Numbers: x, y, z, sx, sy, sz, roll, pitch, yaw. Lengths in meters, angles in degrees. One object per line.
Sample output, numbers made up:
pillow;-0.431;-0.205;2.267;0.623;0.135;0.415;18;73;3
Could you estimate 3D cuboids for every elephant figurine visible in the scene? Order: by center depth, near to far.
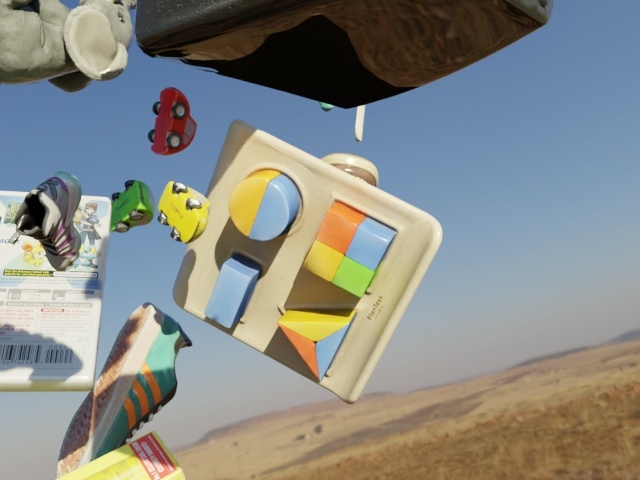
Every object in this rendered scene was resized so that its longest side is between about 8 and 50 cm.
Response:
elephant figurine;-0.333;-0.280;0.887;0.239;0.169;0.186;8;-54;-38

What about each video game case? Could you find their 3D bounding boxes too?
video game case;-0.450;0.053;0.826;0.329;0.300;0.036;3;-39;-14

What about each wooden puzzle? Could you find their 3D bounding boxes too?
wooden puzzle;-0.046;0.041;0.926;0.322;0.348;0.080;-66;-13;24

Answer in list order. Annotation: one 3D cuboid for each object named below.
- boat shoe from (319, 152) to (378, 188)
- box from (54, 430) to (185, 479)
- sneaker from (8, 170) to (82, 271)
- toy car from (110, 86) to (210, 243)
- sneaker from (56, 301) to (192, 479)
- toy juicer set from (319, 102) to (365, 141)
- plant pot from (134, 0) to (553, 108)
boat shoe;0.000;0.000;1.033;0.123;0.123;0.342;15;-35;-15
box;-0.268;0.304;0.707;0.232;0.058;0.087;-21;32;-29
sneaker;-0.239;-0.006;0.551;0.038;0.098;0.069;16;28;11
toy car;-0.241;-0.076;0.951;0.053;0.239;0.225;8;-28;-46
sneaker;-0.291;0.252;1.009;0.108;0.302;0.121;-15;-46;45
toy juicer set;0.003;-0.378;1.307;0.089;0.209;0.329;-12;-51;37
plant pot;0.030;-0.186;0.357;0.167;0.188;0.187;5;2;42
